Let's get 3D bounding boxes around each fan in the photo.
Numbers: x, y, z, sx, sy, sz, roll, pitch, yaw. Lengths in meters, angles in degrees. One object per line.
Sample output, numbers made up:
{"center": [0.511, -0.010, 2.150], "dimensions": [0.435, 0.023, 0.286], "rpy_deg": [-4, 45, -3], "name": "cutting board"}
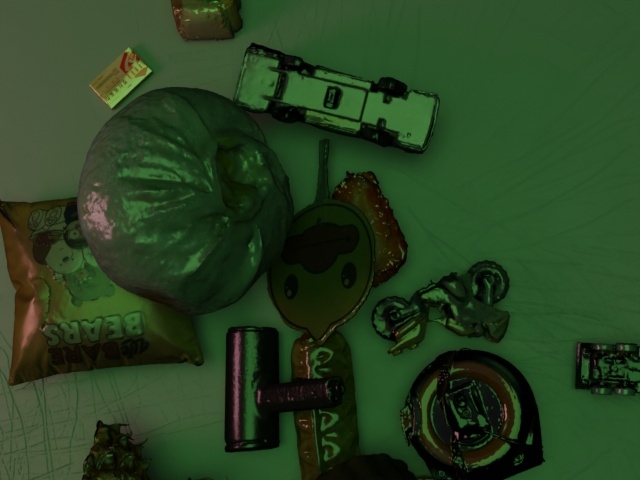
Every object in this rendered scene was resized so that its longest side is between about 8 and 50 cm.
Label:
{"center": [-0.001, 0.000, 1.909], "dimensions": [0.229, 0.011, 0.335], "rpy_deg": [-13, 68, 41], "name": "fan"}

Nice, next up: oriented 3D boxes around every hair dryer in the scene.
{"center": [-0.052, 0.227, 1.860], "dimensions": [0.251, 0.089, 0.197], "rpy_deg": [-8, 79, 47], "name": "hair dryer"}

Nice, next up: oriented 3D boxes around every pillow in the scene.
{"center": [-0.356, 0.063, 1.934], "dimensions": [0.310, 0.119, 0.312], "rpy_deg": [-7, 83, -2], "name": "pillow"}

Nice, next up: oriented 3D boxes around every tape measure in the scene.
{"center": [0.233, 0.275, 1.868], "dimensions": [0.202, 0.135, 0.223], "rpy_deg": [-26, 78, 10], "name": "tape measure"}

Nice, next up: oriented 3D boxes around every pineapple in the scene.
{"center": [-0.236, 0.419, 1.861], "dimensions": [0.272, 0.262, 0.262], "rpy_deg": [13, 86, -6], "name": "pineapple"}

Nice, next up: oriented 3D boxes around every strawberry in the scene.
{"center": [0.075, -0.014, 1.937], "dimensions": [0.121, 0.082, 0.188], "rpy_deg": [-7, 70, 3], "name": "strawberry"}

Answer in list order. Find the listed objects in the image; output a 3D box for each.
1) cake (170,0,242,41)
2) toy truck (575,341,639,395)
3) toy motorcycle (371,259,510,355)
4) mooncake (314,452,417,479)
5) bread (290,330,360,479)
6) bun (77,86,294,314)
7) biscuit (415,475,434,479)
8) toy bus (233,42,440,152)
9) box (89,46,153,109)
{"center": [-0.191, -0.444, 1.988], "dimensions": [0.109, 0.090, 0.225], "rpy_deg": [-5, 84, 7], "name": "cake"}
{"center": [0.492, 0.200, 1.882], "dimensions": [0.192, 0.092, 0.083], "rpy_deg": [2, 84, 12], "name": "toy truck"}
{"center": [0.199, 0.120, 1.902], "dimensions": [0.229, 0.094, 0.129], "rpy_deg": [-20, 83, -6], "name": "toy motorcycle"}
{"center": [0.061, 0.426, 1.814], "dimensions": [0.228, 0.124, 0.228], "rpy_deg": [-10, 115, -22], "name": "mooncake"}
{"center": [0.009, 0.269, 1.908], "dimensions": [0.087, 0.098, 0.269], "rpy_deg": [-1, 83, -39], "name": "bread"}
{"center": [-0.186, -0.063, 1.818], "dimensions": [0.211, 0.362, 0.362], "rpy_deg": [-6, 83, 44], "name": "bun"}
{"center": [0.150, 0.412, 1.919], "dimensions": [0.081, 0.018, 0.083], "rpy_deg": [-1, 84, 4], "name": "biscuit"}
{"center": [0.028, -0.217, 1.930], "dimensions": [0.317, 0.138, 0.112], "rpy_deg": [17, 91, 4], "name": "toy bus"}
{"center": [-0.329, -0.268, 2.015], "dimensions": [0.093, 0.015, 0.058], "rpy_deg": [-44, 85, -1], "name": "box"}
